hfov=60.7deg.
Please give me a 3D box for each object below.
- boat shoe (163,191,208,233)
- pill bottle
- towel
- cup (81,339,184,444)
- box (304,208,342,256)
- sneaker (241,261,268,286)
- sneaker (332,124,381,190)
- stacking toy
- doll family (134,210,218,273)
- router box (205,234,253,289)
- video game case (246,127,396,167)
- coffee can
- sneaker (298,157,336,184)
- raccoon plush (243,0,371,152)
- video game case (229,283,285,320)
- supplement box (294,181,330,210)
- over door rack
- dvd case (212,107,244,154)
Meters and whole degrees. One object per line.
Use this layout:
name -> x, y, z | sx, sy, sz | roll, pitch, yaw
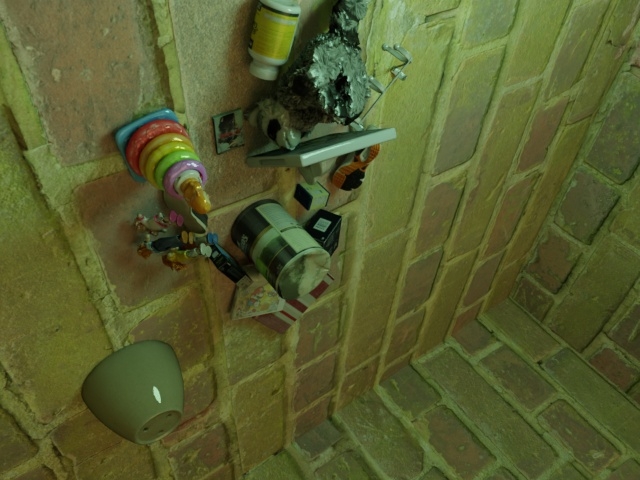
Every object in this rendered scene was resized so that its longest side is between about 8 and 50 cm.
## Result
boat shoe -> -0.376, -0.101, 1.545 | 0.206, 0.075, 0.064 | 66, 30, -50
pill bottle -> -0.119, -0.492, 1.331 | 0.103, 0.103, 0.184 | -12, 135, -40
towel -> -0.107, 0.225, 2.203 | 0.329, 0.037, 0.237 | -46, 145, -1
cup -> -0.592, 0.536, 1.833 | 0.331, 0.237, 0.330 | -28, 143, -24
box -> 0.000, 0.000, 1.962 | 0.156, 0.093, 0.158 | -55, 159, -42
sneaker -> -0.178, 0.071, 1.903 | 0.290, 0.106, 0.123 | -20, 138, -51
sneaker -> 0.131, -0.278, 1.852 | 0.262, 0.099, 0.121 | -50, -165, 43
stacking toy -> -0.335, -0.160, 1.280 | 0.166, 0.302, 0.175 | -31, 144, -19
doll family -> -0.418, 0.018, 1.528 | 0.163, 0.118, 0.263 | -13, 155, 23
router box -> -0.299, 0.071, 1.731 | 0.046, 0.133, 0.179 | -42, 147, -3
video game case -> -0.002, -0.263, 1.562 | 0.329, 0.300, 0.036 | -22, 108, -31
coffee can -> -0.128, 0.026, 1.735 | 0.202, 0.275, 0.201 | -28, 143, -24
sneaker -> 0.001, -0.231, 1.689 | 0.094, 0.080, 0.212 | -34, -171, -18
raccoon plush -> -0.015, -0.444, 1.482 | 0.216, 0.299, 0.446 | 40, 63, -32
video game case -> -0.215, 0.192, 2.022 | 0.227, 0.026, 0.206 | -6, 125, -38
supplement box -> -0.028, -0.151, 1.825 | 0.083, 0.083, 0.056 | -15, 137, -37
over door rack -> 0.152, -0.446, 1.614 | 0.239, 0.108, 0.324 | -50, 180, 9
dvd case -> -0.249, -0.296, 1.489 | 0.087, 0.013, 0.119 | -26, 143, -27
